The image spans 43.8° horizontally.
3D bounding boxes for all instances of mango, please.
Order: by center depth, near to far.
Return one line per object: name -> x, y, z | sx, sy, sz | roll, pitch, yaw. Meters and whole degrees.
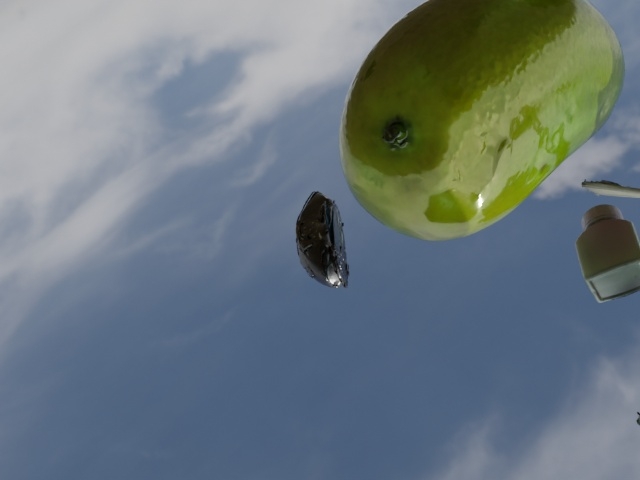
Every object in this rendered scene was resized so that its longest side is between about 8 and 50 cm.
mango -> 0.129, -0.115, 0.632 | 0.273, 0.185, 0.149 | -38, -137, -20

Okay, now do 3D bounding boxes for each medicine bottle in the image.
medicine bottle -> 0.355, 0.011, 0.974 | 0.074, 0.055, 0.118 | -26, -146, 24

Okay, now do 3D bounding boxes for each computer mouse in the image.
computer mouse -> 0.000, 0.000, 1.405 | 0.077, 0.146, 0.242 | -9, -149, 8

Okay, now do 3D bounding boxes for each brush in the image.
brush -> 0.378, -0.025, 0.645 | 0.314, 0.017, 0.090 | 9, -174, 25

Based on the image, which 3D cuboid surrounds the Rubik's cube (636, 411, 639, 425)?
Rubik's cube -> 0.555, 0.227, 0.922 | 0.221, 0.231, 0.224 | -50, -175, 5
